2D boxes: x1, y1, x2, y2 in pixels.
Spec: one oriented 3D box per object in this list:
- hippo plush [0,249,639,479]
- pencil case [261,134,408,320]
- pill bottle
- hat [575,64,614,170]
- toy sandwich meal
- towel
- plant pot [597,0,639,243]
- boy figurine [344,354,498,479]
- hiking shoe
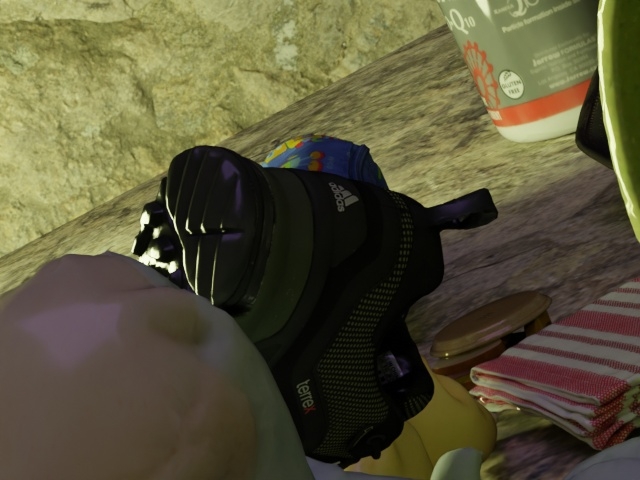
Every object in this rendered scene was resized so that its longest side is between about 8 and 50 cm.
[{"bbox_3d":[0.049,0.141,0.372,0.236,0.234,0.294,2,-17,33],"label":"hippo plush"},{"bbox_3d":[0.000,0.000,1.201,0.133,0.119,0.306,-47,8,9],"label":"pencil case"},{"bbox_3d":[0.185,-0.289,1.481,0.210,0.363,0.210,-25,10,5],"label":"pill bottle"},{"bbox_3d":[0.292,-0.160,1.060,0.331,0.134,0.331,-22,27,12],"label":"hat"},{"bbox_3d":[0.101,0.057,0.955,0.085,0.029,0.085,-25,6,3],"label":"toy sandwich meal"},{"bbox_3d":[0.183,0.043,0.839,0.197,0.029,0.144,-27,11,-16],"label":"towel"},{"bbox_3d":[0.285,-0.067,0.588,0.254,0.276,0.276,-19,6,-29],"label":"plant pot"},{"bbox_3d":[0.008,0.086,0.801,0.177,0.092,0.285,11,16,-14],"label":"boy figurine"},{"bbox_3d":[-0.020,0.064,0.564,0.114,0.086,0.227,4,-40,-21],"label":"hiking shoe"}]
